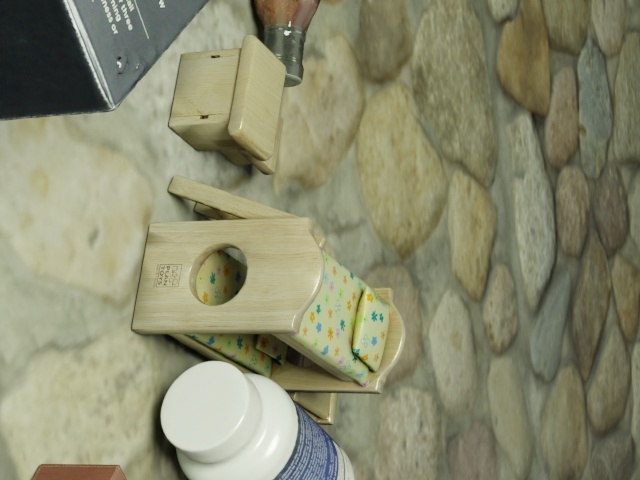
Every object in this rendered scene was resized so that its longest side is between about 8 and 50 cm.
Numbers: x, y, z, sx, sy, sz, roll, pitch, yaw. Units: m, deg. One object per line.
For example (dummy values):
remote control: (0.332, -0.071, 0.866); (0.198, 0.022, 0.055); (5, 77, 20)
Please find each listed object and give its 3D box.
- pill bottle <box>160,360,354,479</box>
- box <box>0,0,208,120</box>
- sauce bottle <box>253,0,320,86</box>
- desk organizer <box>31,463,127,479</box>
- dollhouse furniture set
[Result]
pill bottle: (-0.034, 0.110, 0.886); (0.120, 0.067, 0.067); (51, 45, -51)
box: (-0.113, -0.139, 0.648); (0.207, 0.153, 0.108); (-60, 139, -48)
sauce bottle: (-0.018, -0.151, 0.964); (0.042, 0.042, 0.128); (28, 67, -60)
desk organizer: (-0.097, 0.165, 0.781); (0.050, 0.047, 0.130); (-65, 143, -46)
dollhouse furniture set: (0.000, 0.000, 0.921); (0.182, 0.101, 0.161); (39, 54, -57)
